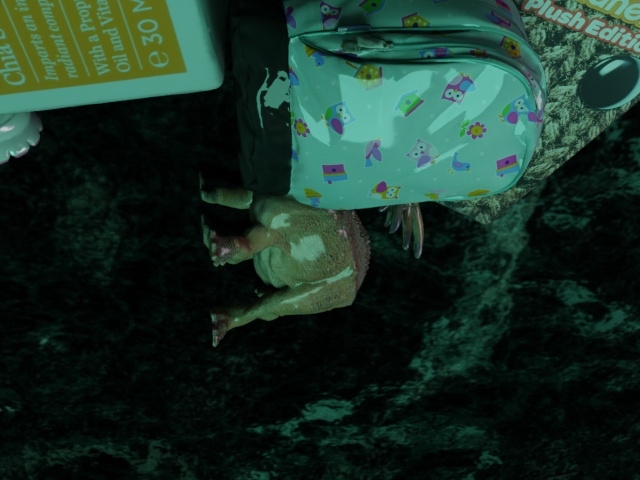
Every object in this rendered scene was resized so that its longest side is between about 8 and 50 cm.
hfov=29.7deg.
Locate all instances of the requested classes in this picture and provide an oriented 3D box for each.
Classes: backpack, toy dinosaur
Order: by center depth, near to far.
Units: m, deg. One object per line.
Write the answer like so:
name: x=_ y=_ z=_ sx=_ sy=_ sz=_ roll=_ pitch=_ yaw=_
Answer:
backpack: x=0.040 y=-0.087 z=0.714 sx=0.182 sy=0.115 sz=0.152 roll=-3 pitch=138 yaw=-4
toy dinosaur: x=0.000 y=0.000 z=1.041 sx=0.200 sy=0.127 sz=0.296 roll=-5 pitch=146 yaw=-8

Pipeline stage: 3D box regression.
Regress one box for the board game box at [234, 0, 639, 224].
board game box: x=0.114 y=-0.178 z=0.809 sx=0.232 sy=0.141 sz=0.291 roll=22 pitch=135 yaw=-27

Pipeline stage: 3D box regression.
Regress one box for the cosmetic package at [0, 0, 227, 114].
cosmetic package: x=-0.299 y=-0.199 z=0.747 sx=0.453 sy=0.161 sz=0.230 roll=-6 pitch=140 yaw=6

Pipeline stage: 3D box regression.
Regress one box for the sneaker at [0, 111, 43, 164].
sneaker: x=-0.328 y=-0.086 z=0.877 sx=0.103 sy=0.252 sz=0.111 roll=20 pitch=131 yaw=38
